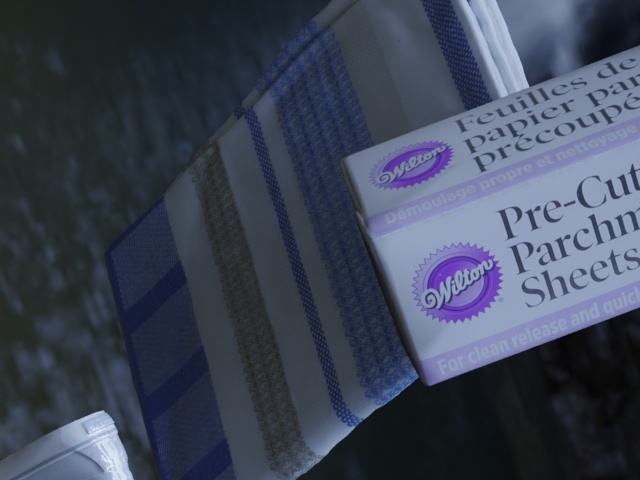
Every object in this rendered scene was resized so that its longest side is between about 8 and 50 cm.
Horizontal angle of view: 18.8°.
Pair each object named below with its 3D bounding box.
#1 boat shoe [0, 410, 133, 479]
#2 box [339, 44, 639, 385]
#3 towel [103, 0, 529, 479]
[{"bbox_3d":[-0.190,0.173,1.261,0.066,0.184,0.063,-13,73,-61],"label":"boat shoe"},{"bbox_3d":[0.170,-0.046,0.635,0.063,0.324,0.067,-109,179,-61],"label":"box"},{"bbox_3d":[0.000,0.000,0.935,0.034,0.285,0.209,17,42,-39],"label":"towel"}]
